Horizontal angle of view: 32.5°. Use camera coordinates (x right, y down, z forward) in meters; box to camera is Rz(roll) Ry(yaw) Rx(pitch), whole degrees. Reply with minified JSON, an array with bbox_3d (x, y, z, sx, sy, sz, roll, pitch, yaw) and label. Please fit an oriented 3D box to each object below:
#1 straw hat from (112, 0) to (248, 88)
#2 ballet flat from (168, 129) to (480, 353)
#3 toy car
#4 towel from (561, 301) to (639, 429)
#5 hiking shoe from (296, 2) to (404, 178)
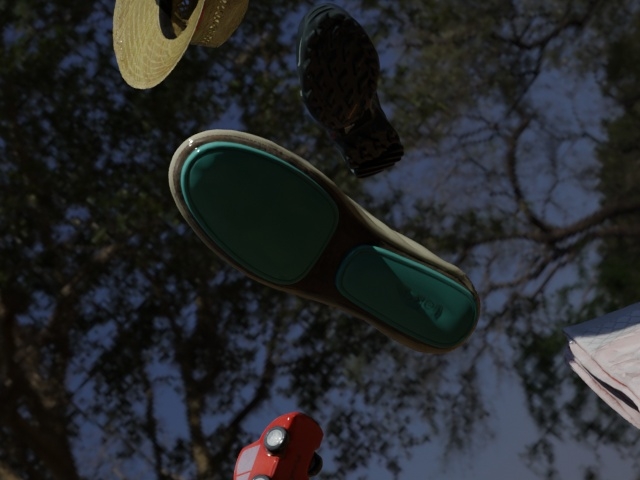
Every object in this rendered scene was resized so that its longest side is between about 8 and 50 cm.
[{"bbox_3d":[-0.083,-0.168,0.748,0.061,0.144,0.144,9,-58,-37],"label":"straw hat"},{"bbox_3d":[0.000,0.000,0.740,0.086,0.248,0.086,-42,27,28],"label":"ballet flat"},{"bbox_3d":[-0.081,0.261,0.846,0.225,0.053,0.239,-4,-86,-52],"label":"toy car"},{"bbox_3d":[0.411,0.076,1.025,0.332,0.053,0.317,-20,6,0],"label":"towel"},{"bbox_3d":[0.019,-0.211,1.484,0.113,0.132,0.304,-28,-38,-4],"label":"hiking shoe"}]
